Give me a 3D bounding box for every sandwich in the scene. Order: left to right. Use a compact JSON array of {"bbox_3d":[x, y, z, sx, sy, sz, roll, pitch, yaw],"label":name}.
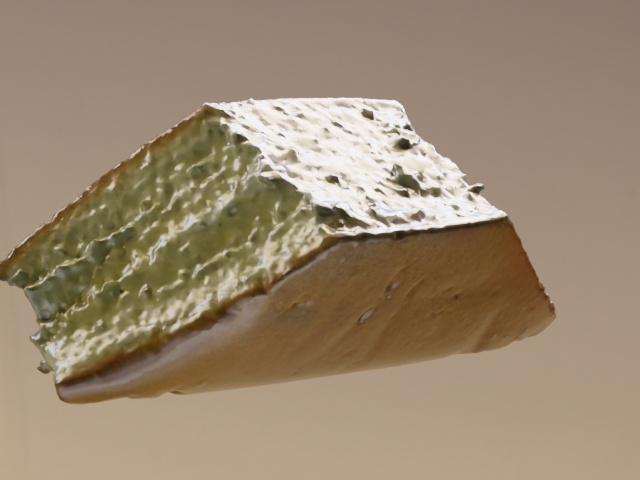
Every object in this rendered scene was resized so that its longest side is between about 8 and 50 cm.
[{"bbox_3d":[0.000,0.000,0.788,0.258,0.096,0.094,-7,-133,-40],"label":"sandwich"}]
